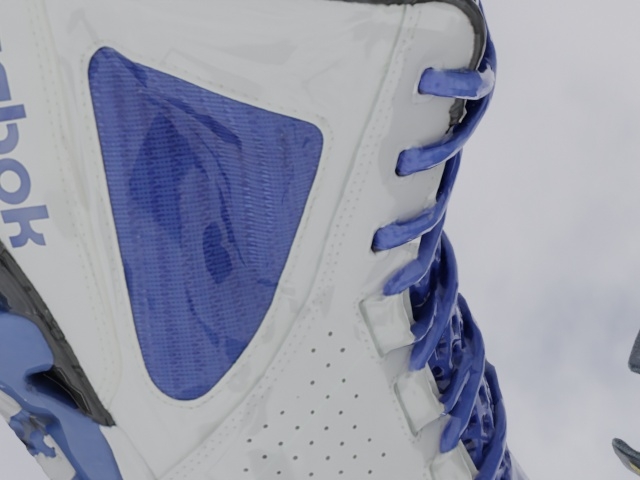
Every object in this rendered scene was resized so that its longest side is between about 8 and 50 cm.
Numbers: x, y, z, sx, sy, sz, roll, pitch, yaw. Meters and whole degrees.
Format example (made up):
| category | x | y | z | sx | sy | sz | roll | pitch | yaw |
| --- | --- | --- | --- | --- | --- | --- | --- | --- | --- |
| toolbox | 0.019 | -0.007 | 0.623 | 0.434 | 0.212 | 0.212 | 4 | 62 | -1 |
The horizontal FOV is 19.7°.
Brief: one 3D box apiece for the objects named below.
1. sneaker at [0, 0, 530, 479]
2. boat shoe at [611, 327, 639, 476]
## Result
| category | x | y | z | sx | sy | sz | roll | pitch | yaw |
| --- | --- | --- | --- | --- | --- | --- | --- | --- | --- |
| sneaker | -0.001 | -0.001 | 0.508 | 0.182 | 0.127 | 0.315 | -36 | -69 | 22 |
| boat shoe | 0.107 | 0.052 | 0.469 | 0.083 | 0.183 | 0.065 | 12 | -87 | 25 |
